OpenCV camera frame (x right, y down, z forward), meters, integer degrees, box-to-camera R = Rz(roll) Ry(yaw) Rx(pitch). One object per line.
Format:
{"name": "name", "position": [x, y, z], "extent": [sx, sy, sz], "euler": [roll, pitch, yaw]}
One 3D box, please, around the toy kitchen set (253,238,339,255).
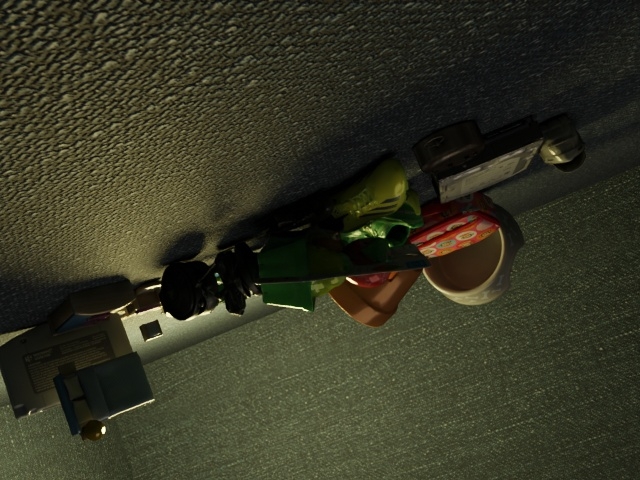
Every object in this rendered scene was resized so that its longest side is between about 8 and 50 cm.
{"name": "toy kitchen set", "position": [-0.071, 0.035, 1.748], "extent": [0.207, 0.122, 0.166], "euler": [5, 123, -58]}

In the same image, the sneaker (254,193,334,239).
{"name": "sneaker", "position": [-0.054, -0.046, 1.375], "extent": [0.089, 0.051, 0.170], "euler": [-17, 177, -41]}

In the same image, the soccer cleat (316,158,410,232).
{"name": "soccer cleat", "position": [0.079, -0.078, 1.366], "extent": [0.121, 0.093, 0.289], "euler": [-14, 170, -25]}

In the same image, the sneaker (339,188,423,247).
{"name": "sneaker", "position": [0.148, -0.028, 1.720], "extent": [0.110, 0.123, 0.295], "euler": [-16, 170, -34]}

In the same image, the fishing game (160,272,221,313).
{"name": "fishing game", "position": [-0.302, 0.128, 1.809], "extent": [0.264, 0.041, 0.189], "euler": [-27, 173, -18]}

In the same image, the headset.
{"name": "headset", "position": [-0.226, 0.116, 1.522], "extent": [0.244, 0.185, 0.394], "euler": [-18, 167, -18]}

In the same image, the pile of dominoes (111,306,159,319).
{"name": "pile of dominoes", "position": [-0.538, 0.208, 1.840], "extent": [0.251, 0.040, 0.196], "euler": [-27, 170, 30]}

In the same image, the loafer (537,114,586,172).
{"name": "loafer", "position": [0.577, -0.213, 1.632], "extent": [0.112, 0.111, 0.319], "euler": [-25, 170, 23]}

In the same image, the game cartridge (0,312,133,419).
{"name": "game cartridge", "position": [-0.601, 0.282, 1.627], "extent": [0.294, 0.195, 0.060], "euler": [-15, 169, -34]}

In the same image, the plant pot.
{"name": "plant pot", "position": [0.152, 0.072, 1.947], "extent": [0.203, 0.290, 0.291], "euler": [-43, 162, 23]}

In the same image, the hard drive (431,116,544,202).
{"name": "hard drive", "position": [0.373, -0.173, 1.568], "extent": [0.237, 0.064, 0.339], "euler": [-22, 170, 7]}

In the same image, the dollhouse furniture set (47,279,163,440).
{"name": "dollhouse furniture set", "position": [-0.435, 0.261, 1.540], "extent": [0.287, 0.303, 0.198], "euler": [-14, 170, -38]}

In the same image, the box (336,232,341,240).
{"name": "box", "position": [-0.020, 0.056, 1.868], "extent": [0.207, 0.114, 0.036], "euler": [-26, 157, 26]}

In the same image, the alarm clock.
{"name": "alarm clock", "position": [0.235, -0.172, 1.272], "extent": [0.129, 0.064, 0.192], "euler": [-25, 167, 25]}

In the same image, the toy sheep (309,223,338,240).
{"name": "toy sheep", "position": [0.000, 0.000, 1.682], "extent": [0.091, 0.091, 0.132], "euler": [-22, 176, 5]}

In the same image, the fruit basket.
{"name": "fruit basket", "position": [0.044, 0.037, 1.478], "extent": [0.353, 0.165, 0.327], "euler": [-12, -173, 4]}

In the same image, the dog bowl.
{"name": "dog bowl", "position": [0.474, 0.032, 2.207], "extent": [0.349, 0.348, 0.102], "euler": [-26, 156, 32]}

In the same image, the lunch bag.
{"name": "lunch bag", "position": [0.371, -0.052, 2.072], "extent": [0.293, 0.120, 0.258], "euler": [-27, 153, 32]}
